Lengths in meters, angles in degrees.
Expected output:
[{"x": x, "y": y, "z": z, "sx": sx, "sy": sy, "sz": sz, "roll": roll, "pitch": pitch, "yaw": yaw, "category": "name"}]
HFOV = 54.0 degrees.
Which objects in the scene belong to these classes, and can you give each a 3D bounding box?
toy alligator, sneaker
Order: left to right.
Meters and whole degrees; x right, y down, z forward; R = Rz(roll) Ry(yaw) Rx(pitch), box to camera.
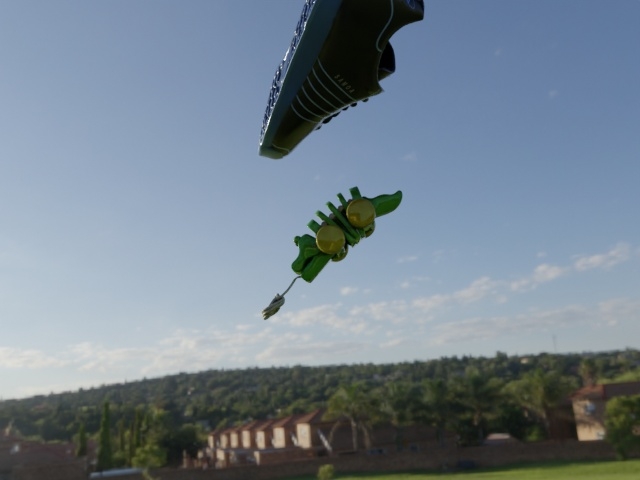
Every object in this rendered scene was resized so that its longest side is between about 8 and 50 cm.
[{"x": 0.000, "y": 0.000, "z": 0.638, "sx": 0.189, "sy": 0.051, "sz": 0.056, "roll": -40, "pitch": -13, "yaw": -3, "category": "toy alligator"}, {"x": 0.008, "y": -0.141, "z": 0.565, "sx": 0.090, "sy": 0.082, "sz": 0.232, "roll": 15, "pitch": -31, "yaw": -14, "category": "sneaker"}]
